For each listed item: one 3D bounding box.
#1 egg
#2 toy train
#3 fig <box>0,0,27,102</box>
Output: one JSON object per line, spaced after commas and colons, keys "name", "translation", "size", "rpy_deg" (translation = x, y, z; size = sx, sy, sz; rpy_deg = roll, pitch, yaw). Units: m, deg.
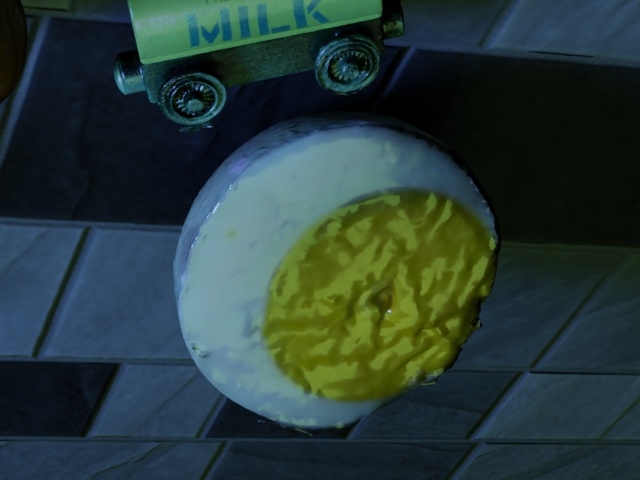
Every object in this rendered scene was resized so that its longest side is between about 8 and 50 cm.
{"name": "egg", "translation": [0.000, 0.000, 1.841], "size": [0.337, 0.201, 0.337], "rpy_deg": [-8, 121, -13]}
{"name": "toy train", "translation": [-0.056, -0.193, 1.626], "size": [0.253, 0.105, 0.157], "rpy_deg": [-12, 135, -2]}
{"name": "fig", "translation": [-0.312, -0.197, 1.510], "size": [0.175, 0.207, 0.175], "rpy_deg": [-5, -176, 0]}
